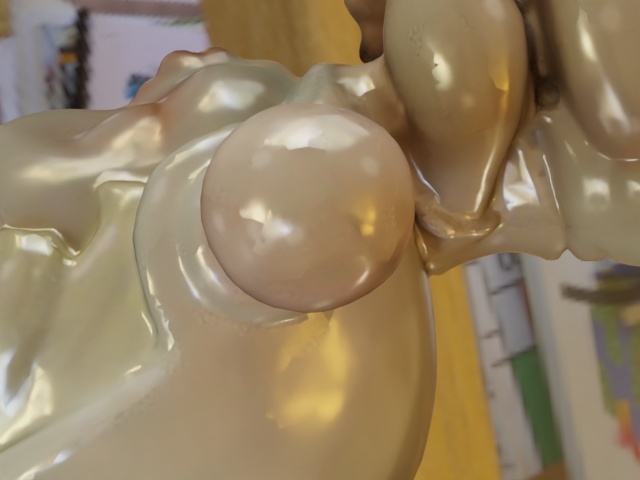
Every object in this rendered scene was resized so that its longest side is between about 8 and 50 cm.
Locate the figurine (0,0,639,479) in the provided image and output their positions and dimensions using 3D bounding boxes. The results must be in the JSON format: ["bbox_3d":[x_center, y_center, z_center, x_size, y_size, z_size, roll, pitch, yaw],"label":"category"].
[{"bbox_3d":[0.003,0.007,0.435,0.256,0.182,0.145,-24,117,1],"label":"figurine"}]
